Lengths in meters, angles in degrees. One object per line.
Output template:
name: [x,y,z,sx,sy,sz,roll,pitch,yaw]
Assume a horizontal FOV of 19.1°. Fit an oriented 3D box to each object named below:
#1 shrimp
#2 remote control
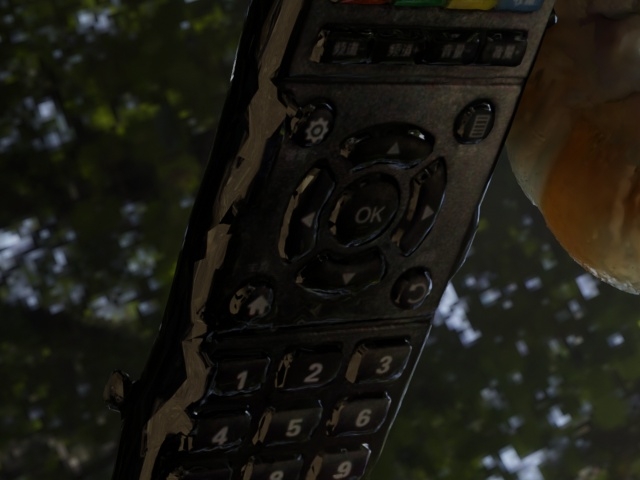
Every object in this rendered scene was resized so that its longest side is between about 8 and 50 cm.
shrimp: [0.160,-0.070,0.772,0.185,0.068,0.287,-30,-122,12]
remote control: [0.000,0.000,0.752,0.062,0.144,0.398,44,-55,40]
